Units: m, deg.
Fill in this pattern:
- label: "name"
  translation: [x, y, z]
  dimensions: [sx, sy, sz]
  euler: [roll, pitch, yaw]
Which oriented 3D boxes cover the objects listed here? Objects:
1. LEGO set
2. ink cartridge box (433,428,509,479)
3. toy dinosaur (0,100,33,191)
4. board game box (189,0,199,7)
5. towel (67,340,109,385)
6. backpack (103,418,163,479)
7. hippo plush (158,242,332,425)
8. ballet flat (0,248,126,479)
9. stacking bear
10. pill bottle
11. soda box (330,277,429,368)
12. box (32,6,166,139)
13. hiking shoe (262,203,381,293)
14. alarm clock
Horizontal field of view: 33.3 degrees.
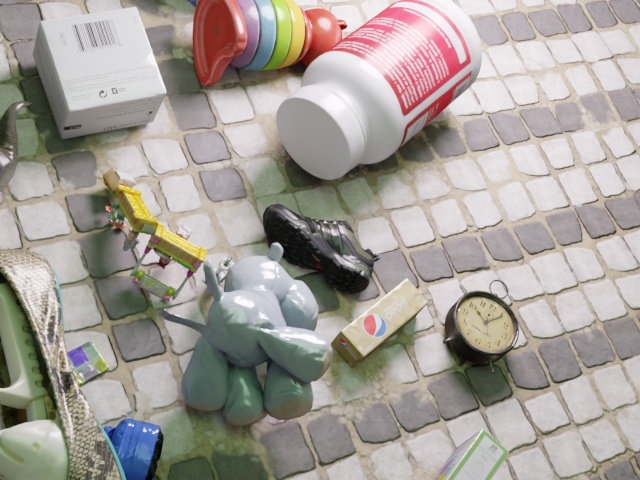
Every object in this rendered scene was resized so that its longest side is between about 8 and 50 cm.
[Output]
- label: "LEGO set"
  translation: [-0.291, 0.004, 1.811]
  dimensions: [0.287, 0.107, 0.132]
  euler: [38, 20, 8]
- label: "ink cartridge box"
  translation: [0.212, 0.412, 1.736]
  dimensions: [0.062, 0.109, 0.209]
  euler: [40, 56, 5]
- label: "toy dinosaur"
  translation: [-0.581, -0.114, 1.755]
  dimensions: [0.160, 0.121, 0.313]
  euler: [49, 51, -4]
- label: "board game box"
  translation: [-0.229, -0.541, 2.070]
  dimensions: [0.136, 0.201, 0.035]
  euler: [39, 55, 3]
- label: "towel"
  translation: [-0.383, 0.198, 1.691]
  dimensions: [0.083, 0.009, 0.060]
  euler: [-26, 72, -31]
- label: "backpack"
  translation: [-0.288, 0.321, 1.589]
  dimensions: [0.101, 0.120, 0.098]
  euler: [15, 58, -13]
- label: "hippo plush"
  translation: [-0.123, 0.142, 1.743]
  dimensions: [0.294, 0.234, 0.236]
  euler: [38, 23, -15]
- label: "ballet flat"
  translation: [-0.420, 0.224, 1.520]
  dimensions: [0.182, 0.164, 0.482]
  euler: [12, 50, -55]
- label: "stacking bear"
  translation: [-0.086, -0.399, 2.078]
  dimensions: [0.289, 0.175, 0.164]
  euler: [-4, 69, -34]
- label: "pill bottle"
  translation: [0.110, -0.291, 2.038]
  dimensions: [0.229, 0.229, 0.408]
  euler: [44, 55, 7]
- label: "soda box"
  translation: [0.106, 0.145, 1.884]
  dimensions: [0.181, 0.058, 0.061]
  euler: [-36, 78, -33]
- label: "box"
  translation: [-0.392, -0.296, 1.894]
  dimensions: [0.181, 0.119, 0.182]
  euler: [-15, 77, -24]
- label: "hiking shoe"
  translation: [0.000, 0.000, 1.926]
  dimensions: [0.227, 0.086, 0.114]
  euler: [36, 41, -5]
- label: "alarm clock"
  translation: [0.299, 0.146, 1.954]
  dimensions: [0.129, 0.064, 0.192]
  euler: [33, 57, 0]
